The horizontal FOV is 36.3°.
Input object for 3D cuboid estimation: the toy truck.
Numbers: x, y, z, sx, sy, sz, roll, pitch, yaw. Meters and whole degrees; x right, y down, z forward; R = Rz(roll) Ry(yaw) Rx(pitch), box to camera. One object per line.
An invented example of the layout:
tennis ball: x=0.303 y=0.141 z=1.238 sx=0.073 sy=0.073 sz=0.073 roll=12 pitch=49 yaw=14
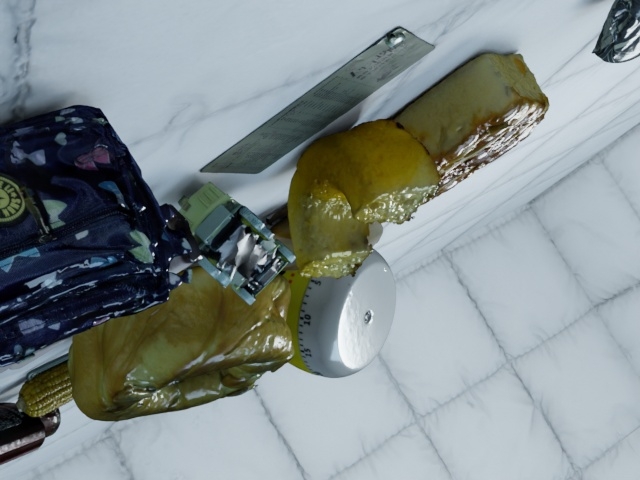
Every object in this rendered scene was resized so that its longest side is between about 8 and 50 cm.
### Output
toy truck: x=-0.111 y=-0.006 z=1.122 sx=0.085 sy=0.116 sz=0.191 roll=-46 pitch=159 yaw=-2

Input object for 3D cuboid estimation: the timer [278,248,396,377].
timer: x=-0.022 y=0.112 z=1.835 sx=0.285 sy=0.285 sz=0.285 roll=-30 pitch=172 yaw=-5

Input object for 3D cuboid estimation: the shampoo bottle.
shampoo bottle: x=-0.539 y=0.316 z=1.548 sx=0.129 sy=0.084 sz=0.323 roll=13 pitch=-173 yaw=18

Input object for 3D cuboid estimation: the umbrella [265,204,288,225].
umbrella: x=-0.045 y=-0.047 z=1.448 sx=0.083 sy=0.020 sz=0.031 roll=-26 pitch=172 yaw=5

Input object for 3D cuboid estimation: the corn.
corn: x=-0.412 y=0.228 z=1.625 sx=0.207 sy=0.068 sz=0.068 roll=-28 pitch=172 yaw=-30

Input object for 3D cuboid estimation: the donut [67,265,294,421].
donut: x=-0.200 y=0.154 z=1.469 sx=0.360 sy=0.170 sz=0.360 roll=-18 pitch=163 yaw=-5

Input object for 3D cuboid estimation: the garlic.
garlic: x=-0.008 y=0.001 z=1.533 sx=0.143 sy=0.112 sz=0.318 roll=-11 pitch=-173 yaw=27

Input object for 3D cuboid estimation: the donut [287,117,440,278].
donut: x=0.031 y=-0.064 z=1.204 sx=0.101 sy=0.152 sz=0.259 roll=-8 pitch=156 yaw=-28

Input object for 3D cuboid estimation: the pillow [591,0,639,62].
pillow: x=0.512 y=-0.352 z=1.329 sx=0.335 sy=0.093 sz=0.161 roll=-29 pitch=168 yaw=-15

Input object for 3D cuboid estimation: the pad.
pad: x=0.002 y=-0.143 z=1.068 sx=0.265 sy=0.009 sz=0.159 roll=-33 pitch=172 yaw=19

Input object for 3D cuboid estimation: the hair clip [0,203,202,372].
hair clip: x=-0.276 y=0.064 z=1.048 sx=0.330 sy=0.085 sz=0.101 roll=-34 pitch=169 yaw=32

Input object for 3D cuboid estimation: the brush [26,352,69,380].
brush: x=-0.354 y=0.155 z=1.564 sx=0.266 sy=0.027 sz=0.062 roll=-26 pitch=171 yaw=-4

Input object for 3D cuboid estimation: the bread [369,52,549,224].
bread: x=0.173 y=-0.140 z=1.339 sx=0.274 sy=0.114 sz=0.184 roll=-37 pitch=170 yaw=28

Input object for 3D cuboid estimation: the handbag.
handbag: x=-0.217 y=0.007 z=0.655 sx=0.260 sy=0.162 sz=0.113 roll=-21 pitch=169 yaw=-35
